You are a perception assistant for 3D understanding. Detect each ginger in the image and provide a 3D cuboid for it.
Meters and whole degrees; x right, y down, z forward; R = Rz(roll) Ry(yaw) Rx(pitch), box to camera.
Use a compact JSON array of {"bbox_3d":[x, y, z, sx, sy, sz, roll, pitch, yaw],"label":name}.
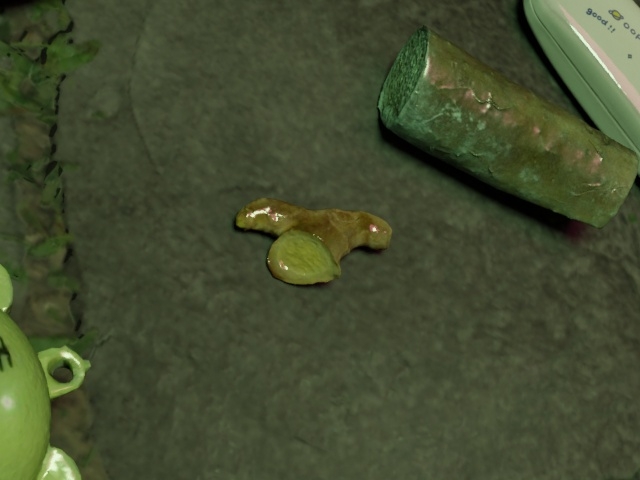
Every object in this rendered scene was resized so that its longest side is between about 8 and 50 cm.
[{"bbox_3d":[0.000,0.000,0.608,0.097,0.030,0.048,7,66,-23],"label":"ginger"}]

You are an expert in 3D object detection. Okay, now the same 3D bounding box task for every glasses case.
[{"bbox_3d":[0.217,-0.113,0.756,0.076,0.049,0.197,-36,89,-34],"label":"glasses case"}]

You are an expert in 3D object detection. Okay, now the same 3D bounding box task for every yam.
[{"bbox_3d":[0.116,-0.065,0.676,0.169,0.068,0.068,28,60,-17],"label":"yam"}]

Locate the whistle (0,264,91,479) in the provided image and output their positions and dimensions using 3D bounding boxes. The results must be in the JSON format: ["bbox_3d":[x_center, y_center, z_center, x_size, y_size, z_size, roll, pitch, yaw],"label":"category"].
[{"bbox_3d":[-0.224,0.087,0.412,0.288,0.106,0.131,-14,71,-31],"label":"whistle"}]
